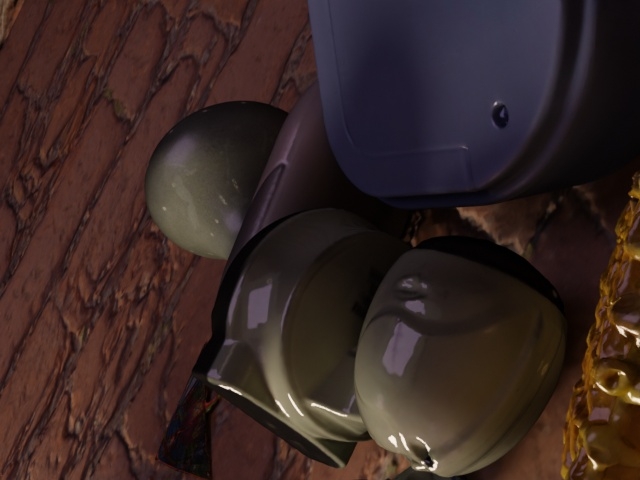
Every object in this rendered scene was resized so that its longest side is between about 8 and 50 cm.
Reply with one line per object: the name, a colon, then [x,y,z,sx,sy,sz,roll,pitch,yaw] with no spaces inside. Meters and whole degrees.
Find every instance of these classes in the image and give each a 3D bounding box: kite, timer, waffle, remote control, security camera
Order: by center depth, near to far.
waffle: [0.210,0.048,1.236,0.283,0.065,0.309,97,-172,-49]
timer: [0.150,-0.214,1.482,0.395,0.173,0.394,18,113,53]
security camera: [0.064,0.080,1.482,0.277,0.197,0.191,9,65,50]
remote control: [0.000,0.000,1.685,0.104,0.221,0.332,14,75,28]
kite: [-0.130,0.189,2.018,0.159,0.010,0.190,-46,33,36]

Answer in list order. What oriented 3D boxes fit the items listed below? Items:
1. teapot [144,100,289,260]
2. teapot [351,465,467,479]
teapot: [-0.065,-0.014,1.881,0.183,0.184,0.251,-55,39,26]
teapot: [0.040,0.225,1.517,0.108,0.111,0.149,-93,27,-68]
